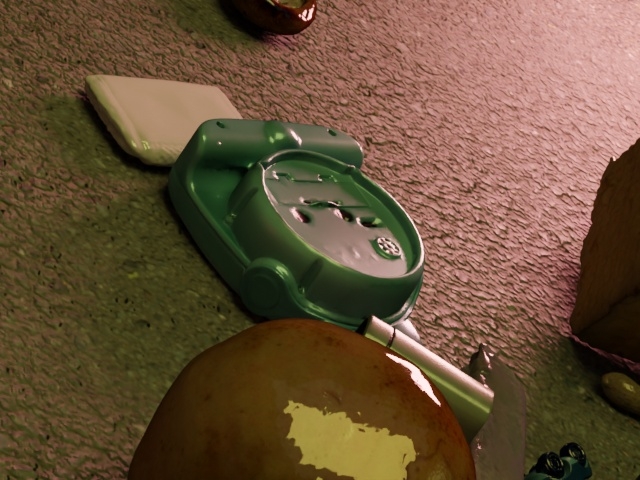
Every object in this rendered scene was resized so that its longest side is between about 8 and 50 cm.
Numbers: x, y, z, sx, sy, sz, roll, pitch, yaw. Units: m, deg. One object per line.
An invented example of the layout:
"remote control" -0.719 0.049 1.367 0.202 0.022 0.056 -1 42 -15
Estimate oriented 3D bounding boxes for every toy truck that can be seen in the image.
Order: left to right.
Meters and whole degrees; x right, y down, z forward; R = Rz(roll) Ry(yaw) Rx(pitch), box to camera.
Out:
"toy truck" 0.200 0.235 1.716 0.136 0.063 0.074 -13 69 -47

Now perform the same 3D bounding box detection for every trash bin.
"trash bin" 0.066 0.142 1.649 0.130 0.116 0.059 32 30 -7

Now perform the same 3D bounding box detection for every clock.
"clock" 0.000 0.000 1.816 0.224 0.094 0.274 -1 44 -45

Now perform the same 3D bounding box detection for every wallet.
"wallet" -0.145 -0.116 1.904 0.183 0.032 0.124 -1 45 -44

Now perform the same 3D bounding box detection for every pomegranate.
"pomegranate" -0.013 0.196 1.379 0.252 0.229 0.270 29 35 -9

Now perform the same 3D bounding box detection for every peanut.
"peanut" 0.326 0.162 1.971 0.083 0.037 0.037 30 29 -13

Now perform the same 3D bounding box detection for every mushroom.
"mushroom" -0.061 -0.278 2.208 0.123 0.052 0.123 27 23 -12

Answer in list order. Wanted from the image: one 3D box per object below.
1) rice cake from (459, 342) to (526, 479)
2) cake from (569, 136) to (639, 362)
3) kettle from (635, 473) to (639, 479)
"rice cake" 0.137 0.230 1.649 0.070 0.064 0.399 38 28 -15
"cake" 0.447 0.025 2.022 0.286 0.227 0.222 21 64 -14
"kettle" 0.397 0.315 1.710 0.308 0.262 0.203 -39 111 -63
